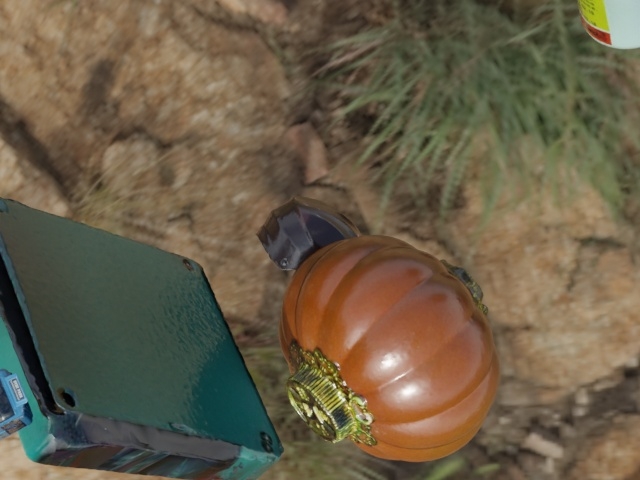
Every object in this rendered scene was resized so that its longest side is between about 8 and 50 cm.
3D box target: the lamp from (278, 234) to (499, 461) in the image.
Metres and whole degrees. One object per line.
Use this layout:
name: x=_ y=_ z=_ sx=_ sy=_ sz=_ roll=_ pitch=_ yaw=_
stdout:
lamp: x=0.062 y=0.099 z=1.427 sx=0.196 sy=0.223 sz=0.223 roll=-37 pitch=95 yaw=-24

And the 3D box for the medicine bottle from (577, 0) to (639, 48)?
medicine bottle: x=0.397 y=-0.369 z=2.051 sx=0.139 sy=0.225 sz=0.139 roll=-9 pitch=55 yaw=13

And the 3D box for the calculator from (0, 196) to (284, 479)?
calculator: x=-0.169 y=0.085 z=1.271 sx=0.274 sy=0.058 sz=0.248 roll=17 pitch=37 yaw=-49

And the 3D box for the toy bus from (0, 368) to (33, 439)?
toy bus: x=-0.210 y=0.107 z=1.006 sx=0.046 sy=0.083 sz=0.038 roll=-23 pitch=82 yaw=-10

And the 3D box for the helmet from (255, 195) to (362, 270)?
helmet: x=0.000 y=0.000 z=1.547 sx=0.123 sy=0.098 sz=0.070 roll=22 pitch=105 yaw=-22
